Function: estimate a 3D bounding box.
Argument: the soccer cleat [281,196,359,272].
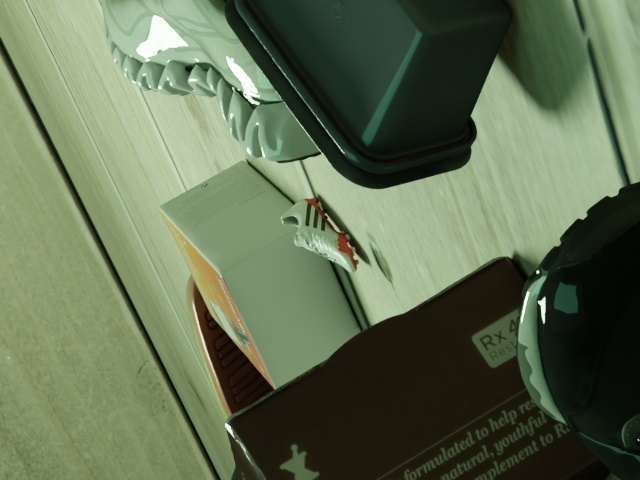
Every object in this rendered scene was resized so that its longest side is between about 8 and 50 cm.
[{"bbox_3d":[0.000,0.000,1.418,0.083,0.035,0.029,53,167,36],"label":"soccer cleat"}]

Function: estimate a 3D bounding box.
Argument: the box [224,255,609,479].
[{"bbox_3d":[0.061,0.168,1.174,0.143,0.191,0.381,56,170,19],"label":"box"}]

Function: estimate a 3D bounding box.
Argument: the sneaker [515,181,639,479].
[{"bbox_3d":[0.174,0.091,0.718,0.124,0.107,0.283,44,170,45],"label":"sneaker"}]

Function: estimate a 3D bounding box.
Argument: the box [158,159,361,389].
[{"bbox_3d":[-0.053,0.028,1.588,0.170,0.091,0.130,42,159,60],"label":"box"}]

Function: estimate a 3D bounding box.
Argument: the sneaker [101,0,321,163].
[{"bbox_3d":[-0.061,-0.147,1.174,0.292,0.110,0.118,30,142,54],"label":"sneaker"}]

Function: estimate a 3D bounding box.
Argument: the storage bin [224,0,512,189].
[{"bbox_3d":[0.033,-0.108,0.875,0.135,0.098,0.091,56,141,25],"label":"storage bin"}]

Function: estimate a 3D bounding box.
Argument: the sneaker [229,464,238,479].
[{"bbox_3d":[0.075,0.334,1.693,0.182,0.158,0.410,5,143,43],"label":"sneaker"}]

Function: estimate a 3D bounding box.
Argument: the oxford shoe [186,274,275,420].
[{"bbox_3d":[-0.055,0.161,1.786,0.130,0.123,0.348,8,128,55],"label":"oxford shoe"}]
